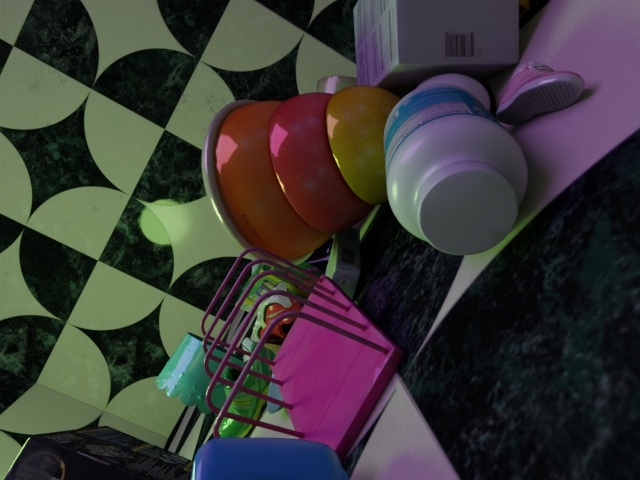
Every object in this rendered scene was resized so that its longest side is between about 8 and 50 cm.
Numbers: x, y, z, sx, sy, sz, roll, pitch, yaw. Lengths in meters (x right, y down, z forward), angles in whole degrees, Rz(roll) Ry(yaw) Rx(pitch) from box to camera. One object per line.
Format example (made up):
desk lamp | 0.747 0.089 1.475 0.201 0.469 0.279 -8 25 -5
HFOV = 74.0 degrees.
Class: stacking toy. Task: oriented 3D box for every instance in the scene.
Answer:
stacking toy | 0.061 -0.154 0.767 0.480 0.350 0.350 -13 40 33
stacking toy | -0.079 0.361 0.500 0.301 0.166 0.175 112 163 -48

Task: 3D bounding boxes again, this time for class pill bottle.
pill bottle | 0.151 -0.090 0.508 0.146 0.146 0.264 -56 12 30

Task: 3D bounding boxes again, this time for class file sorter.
file sorter | -0.060 0.154 0.633 0.202 0.182 0.291 -61 23 4

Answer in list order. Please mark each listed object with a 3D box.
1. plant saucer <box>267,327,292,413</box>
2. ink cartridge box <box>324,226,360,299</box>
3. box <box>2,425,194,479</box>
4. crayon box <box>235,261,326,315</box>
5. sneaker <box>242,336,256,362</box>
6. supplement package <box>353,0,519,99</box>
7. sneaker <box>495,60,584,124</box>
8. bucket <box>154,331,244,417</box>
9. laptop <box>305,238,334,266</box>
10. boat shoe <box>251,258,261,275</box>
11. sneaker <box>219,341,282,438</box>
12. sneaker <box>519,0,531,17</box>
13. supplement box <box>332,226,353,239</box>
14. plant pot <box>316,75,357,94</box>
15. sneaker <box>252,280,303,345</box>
plant saucer | -0.057 0.263 0.876 0.195 0.038 0.194 -157 90 -79
ink cartridge box | 0.032 0.108 0.908 0.189 0.066 0.232 -82 2 -63
box | -0.316 0.437 0.765 0.395 0.318 0.097 119 176 -66
crayon box | -0.112 0.138 1.157 0.278 0.165 0.081 -47 17 53
sneaker | -0.191 0.340 1.208 0.091 0.094 0.258 -59 10 -13
supplement package | 0.187 -0.372 0.759 0.263 0.200 0.197 -151 58 -80
sneaker | 0.259 -0.187 0.499 0.134 0.051 0.070 -172 105 -84
bucket | -0.373 0.435 1.390 0.183 0.281 0.281 -63 10 -15
laptop | 0.000 0.000 1.332 0.408 0.236 0.381 -13 45 41
boat shoe | -0.144 0.064 1.482 0.156 0.136 0.366 14 -100 -63
sneaker | -0.185 0.360 1.034 0.295 0.124 0.109 -60 10 14
sneaker | 0.312 -0.395 0.785 0.175 0.064 0.067 138 148 -70
supplement box | 0.032 -0.046 1.055 0.056 0.083 0.083 -40 41 -3
plant pot | 0.086 -0.375 1.446 0.256 0.257 0.273 -165 87 -80
sneaker | -0.094 0.214 1.047 0.107 0.118 0.279 -38 -22 -25
